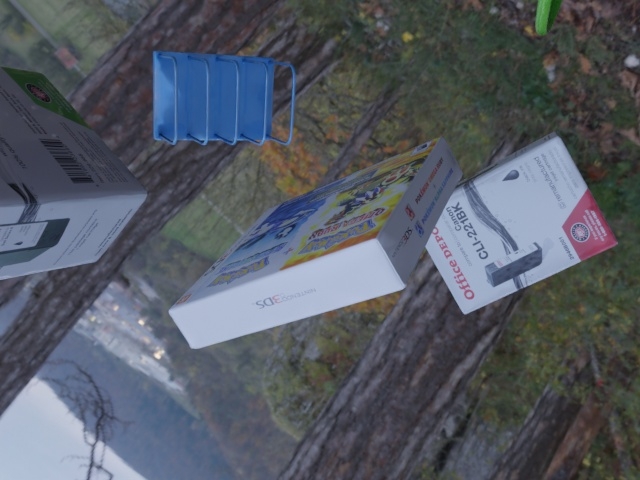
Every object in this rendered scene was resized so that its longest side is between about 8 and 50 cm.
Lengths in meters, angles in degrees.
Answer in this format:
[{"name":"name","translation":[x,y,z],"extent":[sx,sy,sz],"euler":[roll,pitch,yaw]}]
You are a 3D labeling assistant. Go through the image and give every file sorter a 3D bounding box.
[{"name":"file sorter","translation":[-0.128,-0.187,0.886],"extent":[0.104,0.170,0.118],"euler":[33,123,58]}]

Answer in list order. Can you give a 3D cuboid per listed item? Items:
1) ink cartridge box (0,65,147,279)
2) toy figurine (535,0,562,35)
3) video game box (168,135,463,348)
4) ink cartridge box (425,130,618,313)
[{"name":"ink cartridge box","translation":[-0.349,-0.072,0.642],"extent":[0.211,0.121,0.289],"euler":[47,-159,12]},{"name":"toy figurine","translation":[0.076,-0.211,0.386],"extent":[0.159,0.173,0.130],"euler":[18,136,17]},{"name":"video game box","translation":[0.000,0.000,0.547],"extent":[0.205,0.187,0.048],"euler":[-20,111,33]},{"name":"ink cartridge box","translation":[0.315,-0.027,1.104],"extent":[0.273,0.114,0.197],"euler":[-29,93,22]}]
